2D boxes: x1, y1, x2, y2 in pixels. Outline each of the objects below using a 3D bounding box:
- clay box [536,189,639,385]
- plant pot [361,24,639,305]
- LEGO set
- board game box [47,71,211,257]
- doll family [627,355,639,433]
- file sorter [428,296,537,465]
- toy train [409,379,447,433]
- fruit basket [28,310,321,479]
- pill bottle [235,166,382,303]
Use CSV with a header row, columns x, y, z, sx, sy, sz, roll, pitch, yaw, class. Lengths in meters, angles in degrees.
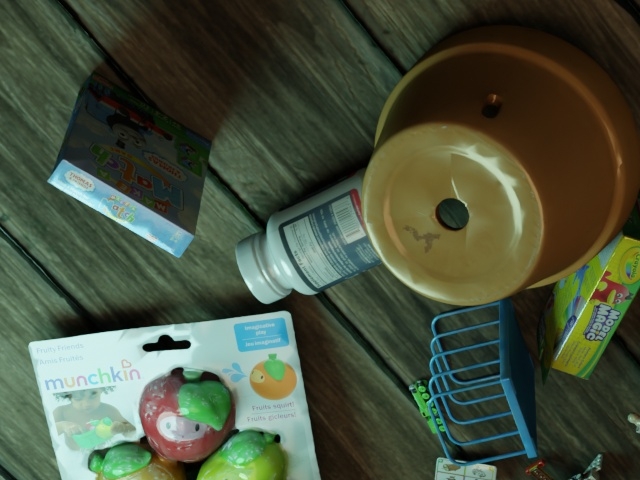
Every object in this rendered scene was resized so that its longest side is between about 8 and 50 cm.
x,y,z,sx,sy,sz,roll,pitch,yaw,class
0.314,0.057,1.930,0.053,0.127,0.222,18,121,-8,clay box
0.172,-0.060,1.765,0.291,0.203,0.291,9,115,21,plant pot
0.268,0.350,2.170,0.244,0.060,0.182,7,125,9,LEGO set
-0.201,-0.085,1.815,0.160,0.211,0.039,31,118,-16,board game box
0.498,0.186,2.015,0.263,0.118,0.163,-10,103,9,doll family
0.189,0.167,1.979,0.104,0.170,0.118,-15,120,14,file sorter
0.134,0.207,2.094,0.024,0.017,0.083,-15,120,24,toy train
-0.167,0.267,2.061,0.327,0.165,0.353,-6,118,6,fruit basket
0.000,0.000,1.920,0.180,0.108,0.108,-25,117,17,pill bottle
